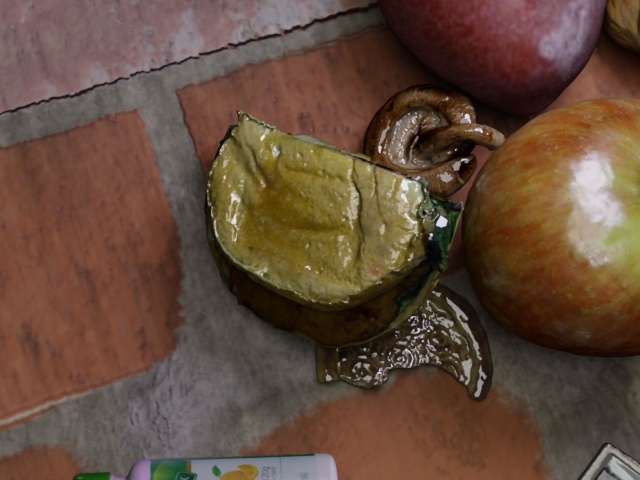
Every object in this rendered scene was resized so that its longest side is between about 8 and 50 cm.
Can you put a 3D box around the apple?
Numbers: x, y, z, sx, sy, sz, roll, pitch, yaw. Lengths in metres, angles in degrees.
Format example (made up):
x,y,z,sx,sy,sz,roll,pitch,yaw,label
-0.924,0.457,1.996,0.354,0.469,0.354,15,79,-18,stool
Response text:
x,y,z,sx,sy,sz,roll,pitch,yaw,label
0.298,-0.006,1.879,0.309,0.250,0.277,19,59,-20,apple

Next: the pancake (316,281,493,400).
x,y,z,sx,sy,sz,roll,pitch,yaw,label
0.088,0.121,1.936,0.190,0.020,0.184,-30,81,-10,pancake

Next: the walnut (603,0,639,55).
x,y,z,sx,sy,sz,roll,pitch,yaw,label
0.401,-0.272,1.990,0.166,0.149,0.166,-7,52,9,walnut

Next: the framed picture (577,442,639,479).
x,y,z,sx,sy,sz,roll,pitch,yaw,label
0.357,0.367,1.892,0.265,0.018,0.192,36,76,6,framed picture

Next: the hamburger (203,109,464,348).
x,y,z,sx,sy,sz,roll,pitch,yaw,label
0.000,0.000,1.879,0.309,0.132,0.211,23,90,25,hamburger

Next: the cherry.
x,y,z,sx,sy,sz,roll,pitch,yaw,label
0.193,-0.281,1.945,0.261,0.221,0.307,-16,94,-9,cherry

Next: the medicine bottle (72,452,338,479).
x,y,z,sx,sy,sz,roll,pitch,yaw,label
-0.119,0.289,1.825,0.274,0.133,0.133,-2,76,-3,medicine bottle

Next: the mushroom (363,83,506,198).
x,y,z,sx,sy,sz,roll,pitch,yaw,label
0.128,-0.106,1.945,0.170,0.080,0.135,2,83,39,mushroom
